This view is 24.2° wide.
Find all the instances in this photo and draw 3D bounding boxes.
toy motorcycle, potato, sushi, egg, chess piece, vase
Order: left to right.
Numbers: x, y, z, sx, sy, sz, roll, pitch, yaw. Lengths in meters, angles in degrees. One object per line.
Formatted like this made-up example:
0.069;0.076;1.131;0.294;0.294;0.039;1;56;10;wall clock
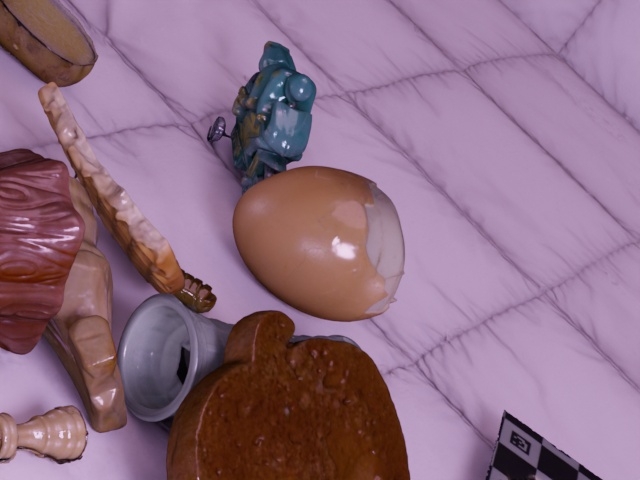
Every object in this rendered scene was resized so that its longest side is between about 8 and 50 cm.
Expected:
-0.317;0.197;1.489;0.172;0.060;0.060;2;44;-44;chess piece
-0.406;-0.286;2.070;0.200;0.081;0.164;44;20;4;potato
-0.277;0.069;1.661;0.137;0.137;0.301;9;42;-42;chess piece
-0.081;0.151;1.752;0.299;0.143;0.143;13;37;-45;vase
-0.076;-0.182;2.177;0.109;0.198;0.296;20;32;-22;toy motorcycle
0.000;0.000;1.997;0.244;0.201;0.201;18;31;-7;egg
0.329;0.420;1.902;0.343;0.064;0.359;36;27;-3;sushi

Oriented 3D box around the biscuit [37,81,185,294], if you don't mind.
-0.248;-0.039;1.810;0.309;0.040;0.204;52;-12;31;biscuit

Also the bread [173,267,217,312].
-0.170;0.058;1.886;0.088;0.034;0.049;34;22;-7;bread

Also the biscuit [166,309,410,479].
-0.036;0.232;1.635;0.367;0.063;0.314;-15;85;-52;biscuit

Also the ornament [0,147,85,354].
-0.396;0.009;1.540;0.217;0.221;0.235;2;4;-42;ornament
